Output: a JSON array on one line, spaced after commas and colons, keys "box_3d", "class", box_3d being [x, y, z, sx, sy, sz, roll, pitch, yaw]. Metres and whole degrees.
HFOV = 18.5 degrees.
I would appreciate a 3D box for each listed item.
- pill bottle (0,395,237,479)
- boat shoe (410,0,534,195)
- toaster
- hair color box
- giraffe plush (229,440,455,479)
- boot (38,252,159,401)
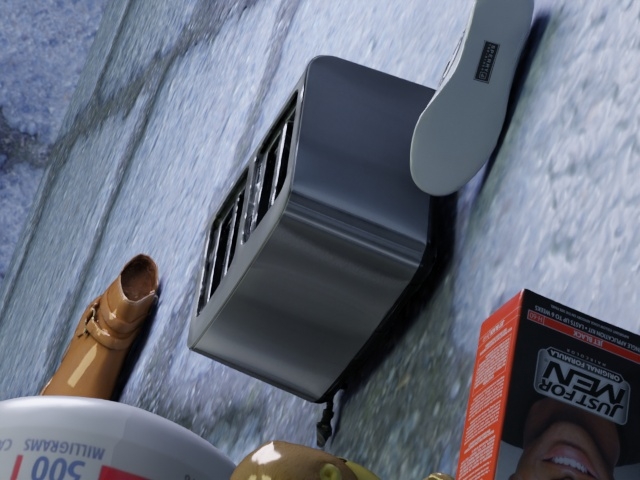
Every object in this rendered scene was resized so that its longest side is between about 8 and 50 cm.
[{"box_3d": [-0.177, 0.318, 1.193, 0.229, 0.229, 0.407, -51, 23, 49], "class": "pill bottle"}, {"box_3d": [0.094, -0.092, 1.189, 0.040, 0.049, 0.142, 54, -121, -85], "class": "boat shoe"}, {"box_3d": [0.000, 0.000, 1.254, 0.185, 0.110, 0.168, -83, 20, -44], "class": "toaster"}, {"box_3d": [0.098, 0.099, 0.837, 0.043, 0.072, 0.141, 134, 153, -55], "class": "hair color box"}, {"box_3d": [-0.010, 0.180, 1.003, 0.210, 0.181, 0.170, 72, -142, -55], "class": "giraffe plush"}, {"box_3d": [-0.218, 0.113, 1.956, 0.152, 0.073, 0.197, -53, 23, 33], "class": "boot"}]
